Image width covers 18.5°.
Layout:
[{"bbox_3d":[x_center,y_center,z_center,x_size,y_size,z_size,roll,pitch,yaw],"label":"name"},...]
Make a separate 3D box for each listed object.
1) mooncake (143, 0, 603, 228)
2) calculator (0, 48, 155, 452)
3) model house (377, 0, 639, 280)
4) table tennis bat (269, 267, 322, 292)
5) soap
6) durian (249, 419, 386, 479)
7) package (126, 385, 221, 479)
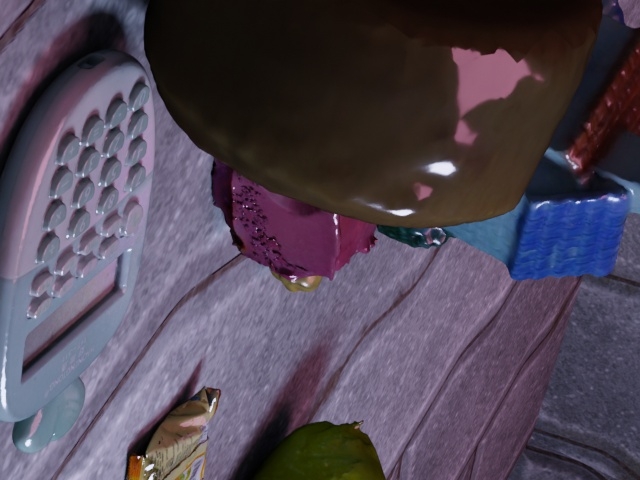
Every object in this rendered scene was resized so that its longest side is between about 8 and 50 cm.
[{"bbox_3d":[0.028,-0.133,1.247,0.284,0.284,0.155,-41,159,-58],"label":"mooncake"},{"bbox_3d":[-0.166,0.013,1.266,0.184,0.042,0.295,-45,153,-54],"label":"calculator"},{"bbox_3d":[0.267,-0.104,2.049,0.295,0.329,0.251,-55,159,-29],"label":"model house"},{"bbox_3d":[0.031,-0.103,1.786,0.198,0.050,0.321,54,57,-75],"label":"table tennis bat"},{"bbox_3d":[0.007,-0.109,1.551,0.182,0.112,0.289,-45,154,-58],"label":"soap"},{"bbox_3d":[-0.029,0.353,2.046,0.256,0.204,0.339,-101,-156,-73],"label":"durian"},{"bbox_3d":[-0.132,0.193,1.704,0.121,0.031,0.108,-41,152,-47],"label":"package"}]
